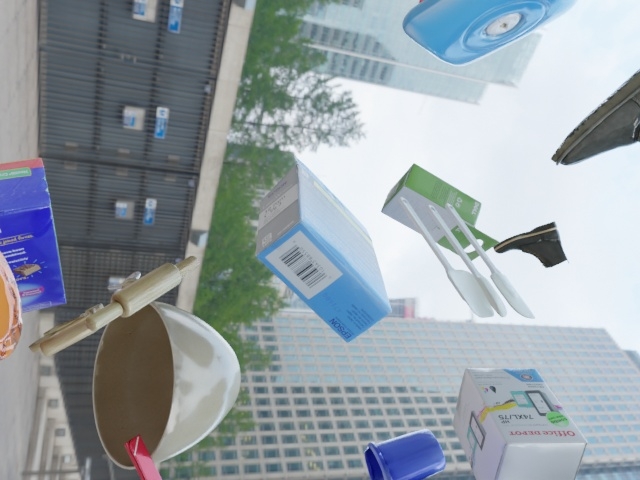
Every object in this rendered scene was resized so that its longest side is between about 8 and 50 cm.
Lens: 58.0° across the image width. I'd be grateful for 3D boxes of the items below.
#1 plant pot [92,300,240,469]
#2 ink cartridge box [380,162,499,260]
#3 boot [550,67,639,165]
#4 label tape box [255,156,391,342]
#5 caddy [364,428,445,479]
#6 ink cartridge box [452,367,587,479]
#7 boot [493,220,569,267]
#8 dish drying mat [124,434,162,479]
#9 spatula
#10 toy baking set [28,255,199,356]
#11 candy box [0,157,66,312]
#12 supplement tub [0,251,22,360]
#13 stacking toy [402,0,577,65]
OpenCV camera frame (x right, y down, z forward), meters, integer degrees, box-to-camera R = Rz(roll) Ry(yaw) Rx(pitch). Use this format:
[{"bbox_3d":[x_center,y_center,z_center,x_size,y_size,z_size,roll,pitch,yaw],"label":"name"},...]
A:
[{"bbox_3d":[-0.260,0.254,1.051,0.284,0.191,0.284,-11,-106,43],"label":"plant pot"},{"bbox_3d":[0.233,-0.050,1.104,0.062,0.209,0.109,-64,-174,-30],"label":"ink cartridge box"},{"bbox_3d":[0.405,-0.089,0.673,0.208,0.076,0.189,46,-43,5],"label":"boot"},{"bbox_3d":[0.000,0.000,1.141,0.115,0.249,0.347,-39,-157,14],"label":"label tape box"},{"bbox_3d":[0.175,0.541,1.218,0.341,0.179,0.241,88,-16,-64],"label":"caddy"},{"bbox_3d":[0.470,0.470,1.405,0.270,0.198,0.197,-105,-162,-65],"label":"ink cartridge box"},{"bbox_3d":[0.644,0.039,1.767,0.198,0.077,0.137,-23,-98,24],"label":"boot"},{"bbox_3d":[-0.272,0.343,0.890,0.008,0.032,0.083,-30,-94,26],"label":"dish drying mat"},{"bbox_3d":[0.218,0.021,0.884,0.019,0.168,0.242,-53,-130,34],"label":"spatula"},{"bbox_3d":[-0.246,0.065,0.715,0.197,0.256,0.030,-15,-76,41],"label":"toy baking set"},{"bbox_3d":[-0.608,0.019,1.018,0.122,0.268,0.317,63,-30,27],"label":"candy box"},{"bbox_3d":[-0.488,0.097,0.572,0.193,0.316,0.193,161,-90,-87],"label":"supplement tub"},{"bbox_3d":[0.158,-0.369,0.644,0.166,0.175,0.301,-23,-104,35],"label":"stacking toy"}]
